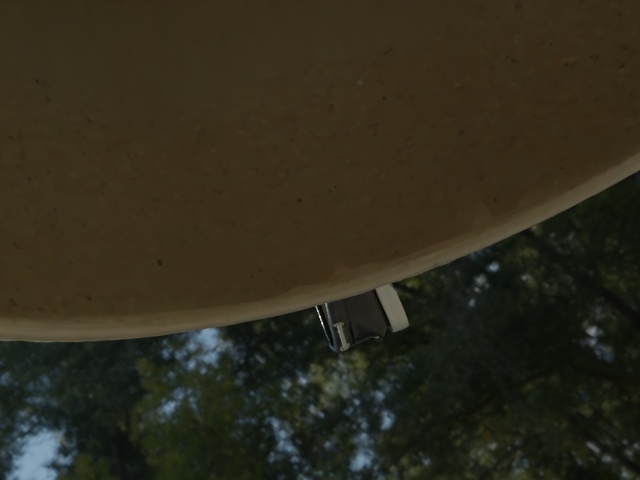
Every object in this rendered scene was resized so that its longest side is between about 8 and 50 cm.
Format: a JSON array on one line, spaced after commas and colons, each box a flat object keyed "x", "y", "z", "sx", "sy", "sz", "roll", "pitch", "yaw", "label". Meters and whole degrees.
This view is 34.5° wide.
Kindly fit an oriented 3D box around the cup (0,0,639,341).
[{"x": -0.009, "y": -0.153, "z": 0.271, "sx": 0.331, "sy": 0.237, "sz": 0.331, "roll": -19, "pitch": -24, "yaw": -9, "label": "cup"}]

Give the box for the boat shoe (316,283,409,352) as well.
[{"x": 0.000, "y": 0.000, "z": 1.005, "sx": 0.091, "sy": 0.114, "sz": 0.302, "roll": -27, "pitch": -56, "yaw": 0, "label": "boat shoe"}]
